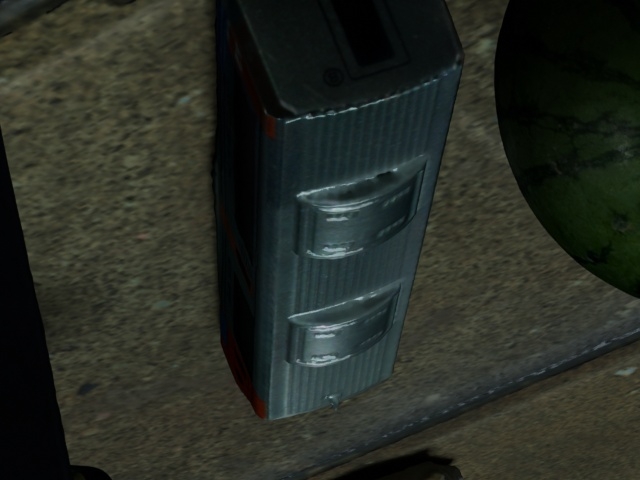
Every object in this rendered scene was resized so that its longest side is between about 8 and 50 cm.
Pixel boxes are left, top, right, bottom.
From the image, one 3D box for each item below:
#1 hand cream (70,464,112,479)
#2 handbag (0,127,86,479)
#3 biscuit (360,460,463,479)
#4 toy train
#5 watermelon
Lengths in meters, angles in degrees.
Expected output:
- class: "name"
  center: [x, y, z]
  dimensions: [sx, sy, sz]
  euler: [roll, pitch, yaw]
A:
- class: "hand cream"
  center: [-0.243, 0.141, 1.029]
  dimensions: [0.270, 0.061, 0.120]
  euler: [0, -173, 17]
- class: "handbag"
  center: [-0.217, 0.073, 0.667]
  dimensions: [0.303, 0.329, 0.122]
  euler: [-31, 156, 33]
- class: "biscuit"
  center: [0.012, 0.233, 1.544]
  dimensions: [0.141, 0.038, 0.290]
  euler: [-5, 153, -22]
- class: "toy train"
  center: [0.000, 0.000, 0.945]
  dimensions: [0.086, 0.089, 0.409]
  euler: [-17, 157, -10]
- class: "watermelon"
  center: [0.163, -0.063, 0.788]
  dimensions: [0.188, 0.188, 0.215]
  euler: [-21, -173, 12]
